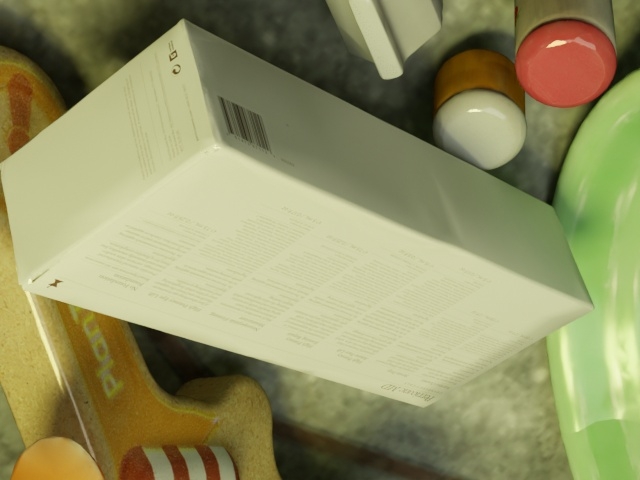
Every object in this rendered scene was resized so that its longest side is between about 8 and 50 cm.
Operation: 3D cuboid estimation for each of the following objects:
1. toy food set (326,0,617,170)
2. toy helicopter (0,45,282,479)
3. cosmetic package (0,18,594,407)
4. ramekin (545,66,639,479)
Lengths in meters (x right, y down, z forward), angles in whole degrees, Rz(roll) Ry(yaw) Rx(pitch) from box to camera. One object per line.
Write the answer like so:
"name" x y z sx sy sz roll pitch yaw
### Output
"toy food set" 0.046 -0.107 0.573 0.111 0.104 0.232 -13 127 17
"toy helicopter" -0.094 0.098 0.622 0.140 0.235 0.355 -10 109 32
"cosmetic package" 0.000 0.000 0.614 0.099 0.060 0.239 -35 146 26
"ramekin" 0.229 0.062 0.644 0.148 0.303 0.303 -12 122 -19
